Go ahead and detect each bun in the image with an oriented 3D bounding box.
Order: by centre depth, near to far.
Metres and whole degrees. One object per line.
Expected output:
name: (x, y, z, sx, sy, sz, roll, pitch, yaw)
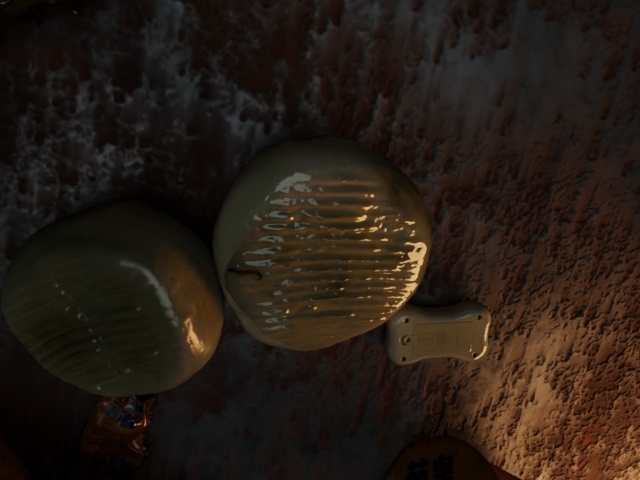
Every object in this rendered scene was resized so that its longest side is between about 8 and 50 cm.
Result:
bun: (-0.188, 0.052, 0.518, 0.193, 0.128, 0.178, -17, 109, 18)
bun: (0.000, 0.000, 0.532, 0.210, 0.116, 0.237, -12, 131, -13)

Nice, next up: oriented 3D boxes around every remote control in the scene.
remote control: (0.134, 0.105, 0.630, 0.122, 0.032, 0.074, 0, 108, -8)

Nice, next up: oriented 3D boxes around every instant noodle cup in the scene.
instant noodle cup: (0.186, 0.356, 0.635, 0.172, 0.216, 0.215, 27, 102, -25)

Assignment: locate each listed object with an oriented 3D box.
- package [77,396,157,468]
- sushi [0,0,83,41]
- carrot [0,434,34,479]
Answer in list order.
package: (-0.222, 0.209, 0.611, 0.077, 0.033, 0.110, 17, 109, -23)
sushi: (-0.259, -0.217, 0.423, 0.213, 0.147, 0.114, -13, 116, 14)
carrot: (-0.341, 0.322, 0.592, 0.114, 0.114, 0.301, -22, 106, -1)
